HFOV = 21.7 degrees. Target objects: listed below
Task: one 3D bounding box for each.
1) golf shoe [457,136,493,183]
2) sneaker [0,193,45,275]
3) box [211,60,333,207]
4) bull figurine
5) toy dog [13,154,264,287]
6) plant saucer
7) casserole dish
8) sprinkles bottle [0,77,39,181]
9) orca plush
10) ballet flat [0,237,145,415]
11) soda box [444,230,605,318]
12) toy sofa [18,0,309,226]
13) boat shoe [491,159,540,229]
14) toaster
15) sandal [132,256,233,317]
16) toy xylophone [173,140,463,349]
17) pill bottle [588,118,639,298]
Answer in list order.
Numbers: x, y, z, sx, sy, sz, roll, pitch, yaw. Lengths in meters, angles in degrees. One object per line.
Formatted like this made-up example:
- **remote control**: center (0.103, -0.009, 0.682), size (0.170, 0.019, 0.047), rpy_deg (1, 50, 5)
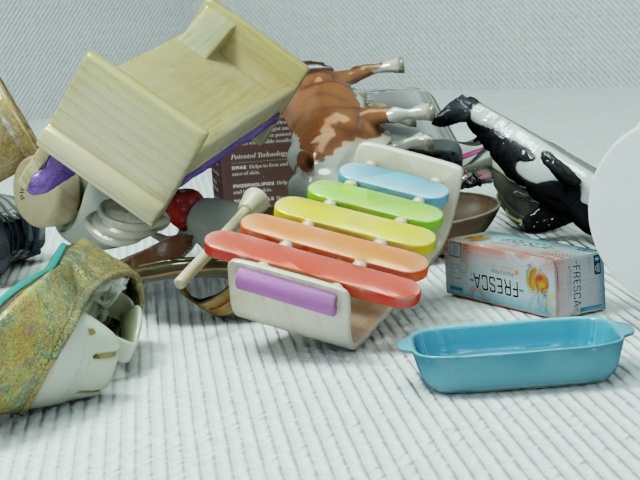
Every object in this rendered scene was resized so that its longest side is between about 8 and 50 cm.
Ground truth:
- **golf shoe**: center (0.168, -0.121, 2.459), size (0.186, 0.086, 0.067), rpy_deg (-8, 12, -14)
- **sneaker**: center (-0.394, -0.015, 2.034), size (0.121, 0.111, 0.300), rpy_deg (-3, 11, -15)
- **box**: center (-0.069, -0.143, 2.344), size (0.167, 0.203, 0.168), rpy_deg (-6, 8, -8)
- **bull figurine**: center (0.035, -0.134, 2.025), size (0.188, 0.101, 0.310), rpy_deg (-11, 30, -5)
- **toy dog**: center (-0.200, 0.001, 1.841), size (0.220, 0.161, 0.334), rpy_deg (-5, 23, -29)
- **plant saucer**: center (0.059, -0.014, 1.975), size (0.311, 0.050, 0.310), rpy_deg (-4, 9, 1)
- **casserole dish**: center (0.157, 0.092, 1.334), size (0.188, 0.037, 0.114), rpy_deg (-5, 10, 1)
- **sprinkles bottle**: center (-0.493, -0.055, 1.881), size (0.355, 0.121, 0.121), rpy_deg (-30, 13, -5)
- **orca plush**: center (0.248, -0.060, 1.916), size (0.287, 0.102, 0.151), rpy_deg (31, 12, 12)
- **ballet flat**: center (-0.215, 0.079, 1.408), size (0.123, 0.123, 0.348), rpy_deg (-4, 11, 5)
- **soda box**: center (0.194, 0.031, 1.610), size (0.063, 0.058, 0.183), rpy_deg (-10, 11, -28)
- **toy sofa**: center (-0.160, -0.125, 1.795), size (0.150, 0.177, 0.362), rpy_deg (35, 23, 4)
- **boat shoe**: center (0.255, -0.060, 2.092), size (0.081, 0.068, 0.228), rpy_deg (7, 9, -1)
- **toaster**: center (0.090, -0.118, 2.201), size (0.227, 0.129, 0.146), rpy_deg (-8, 45, -9)
- **sandal**: center (-0.078, 0.048, 1.651), size (0.219, 0.060, 0.090), rpy_deg (5, 1, -5)
- **toy xylophone**: center (0.000, 0.000, 1.570), size (0.236, 0.081, 0.322), rpy_deg (11, 28, 12)
- **pill bottle**: center (0.403, -0.055, 1.567), size (0.210, 0.210, 0.363), rpy_deg (2, 11, 33)
